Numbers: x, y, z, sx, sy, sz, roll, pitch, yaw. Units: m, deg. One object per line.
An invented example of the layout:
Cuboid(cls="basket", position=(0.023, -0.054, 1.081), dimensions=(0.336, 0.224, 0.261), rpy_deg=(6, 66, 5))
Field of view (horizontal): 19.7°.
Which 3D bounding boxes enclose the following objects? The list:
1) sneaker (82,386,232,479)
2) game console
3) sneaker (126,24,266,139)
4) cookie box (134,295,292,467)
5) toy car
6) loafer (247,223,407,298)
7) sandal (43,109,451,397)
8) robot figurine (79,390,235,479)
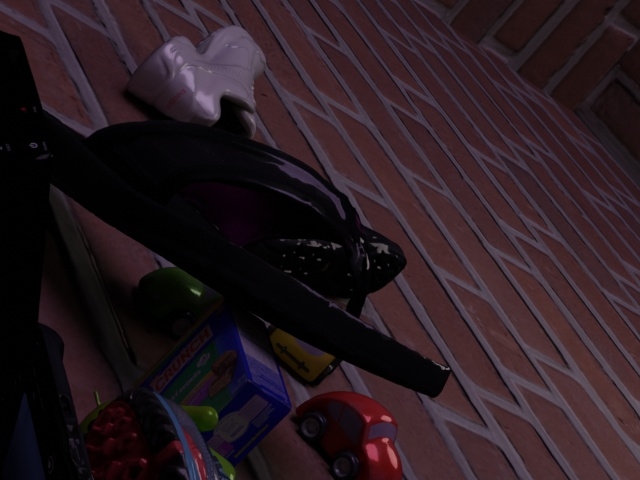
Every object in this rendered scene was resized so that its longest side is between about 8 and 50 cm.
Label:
Cuboid(cls="sneaker", position=(-0.053, 0.196, 0.958), dimensions=(0.125, 0.104, 0.262), rpy_deg=(25, 32, -49))
Cuboid(cls="game console", position=(-0.150, 0.067, 0.923), dimensions=(0.044, 0.213, 0.361), rpy_deg=(-6, 46, -18))
Cuboid(cls="sneaker", position=(-0.103, -0.142, 1.824), dimensions=(0.115, 0.090, 0.232), rpy_deg=(49, 25, 5))
Cuboid(cls="cookie box", position=(-0.071, 0.100, 1.179), dimensions=(0.040, 0.092, 0.107), rpy_deg=(38, 14, -27))
Cuboid(cls="toy car", position=(-0.036, 0.077, 1.397), dimensions=(0.225, 0.053, 0.239), rpy_deg=(33, 17, -28))
Cuboid(cls="loafer", position=(0.000, 0.000, 1.656), dimensions=(0.223, 0.076, 0.078), rpy_deg=(13, 39, -53))
Cuboid(cls="sandal", position=(-0.087, -0.037, 1.285), dimensions=(0.446, 0.107, 0.167), rpy_deg=(32, -1, 24))
Cuboid(cls="robot figurine", position=(-0.096, 0.136, 1.059), dimensions=(0.115, 0.067, 0.101), rpy_deg=(39, 46, -9))
